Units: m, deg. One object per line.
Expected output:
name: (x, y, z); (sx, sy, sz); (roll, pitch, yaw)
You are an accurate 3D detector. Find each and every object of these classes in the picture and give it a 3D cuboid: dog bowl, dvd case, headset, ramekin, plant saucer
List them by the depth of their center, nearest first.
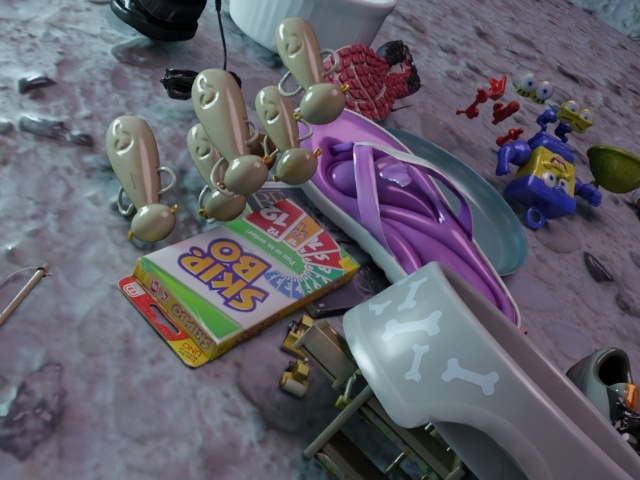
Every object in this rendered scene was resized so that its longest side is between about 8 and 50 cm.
dog bowl: (0.179, 0.160, 0.751); (0.349, 0.102, 0.349); (43, 9, -9)
dvd case: (0.000, 0.000, 1.001); (0.164, 0.018, 0.221); (-4, 48, -43)
headset: (-0.211, -0.368, 1.113); (0.185, 0.243, 0.394); (-14, 75, -47)
plant saucer: (0.161, -0.052, 1.183); (0.318, 0.043, 0.317); (23, 34, -16)
ramekin: (-0.021, -0.406, 1.373); (0.277, 0.135, 0.277); (19, 30, -11)

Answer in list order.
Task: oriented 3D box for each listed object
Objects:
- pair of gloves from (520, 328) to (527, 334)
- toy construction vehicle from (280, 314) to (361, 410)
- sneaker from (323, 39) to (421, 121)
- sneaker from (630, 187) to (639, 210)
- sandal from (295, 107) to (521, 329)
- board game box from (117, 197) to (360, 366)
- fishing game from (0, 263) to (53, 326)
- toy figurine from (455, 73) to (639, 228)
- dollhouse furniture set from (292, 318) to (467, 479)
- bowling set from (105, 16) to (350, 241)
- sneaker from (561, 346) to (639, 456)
pair of gloves: (0.236, 0.108, 1.070); (0.074, 0.010, 0.083); (44, 34, 16)
toy construction vehicle: (0.002, 0.124, 0.828); (0.086, 0.035, 0.098); (29, 33, -7)
sneaker: (0.060, -0.236, 1.266); (0.299, 0.112, 0.121); (-28, 98, -59)
sneaker: (0.744, -0.036, 1.642); (0.221, 0.087, 0.128); (6, 49, -17)
sandal: (0.114, -0.042, 1.002); (0.169, 0.102, 0.416); (-26, 67, -32)
board game box: (-0.079, 0.036, 0.860); (0.124, 0.039, 0.259); (44, 42, 18)
fishing game: (-0.370, -0.009, 0.680); (0.264, 0.041, 0.189); (31, 36, -5)
toy figurine: (0.394, -0.099, 1.405); (0.362, 0.191, 0.217); (28, 63, -21)
dollhouse furniture set: (0.043, 0.170, 0.776); (0.182, 0.101, 0.161); (44, 10, 10)
bowling set: (-0.073, -0.095, 0.907); (0.200, 0.287, 0.154); (33, 32, -62)
sneaker: (0.326, 0.228, 0.907); (0.100, 0.108, 0.271); (26, 35, -15)
